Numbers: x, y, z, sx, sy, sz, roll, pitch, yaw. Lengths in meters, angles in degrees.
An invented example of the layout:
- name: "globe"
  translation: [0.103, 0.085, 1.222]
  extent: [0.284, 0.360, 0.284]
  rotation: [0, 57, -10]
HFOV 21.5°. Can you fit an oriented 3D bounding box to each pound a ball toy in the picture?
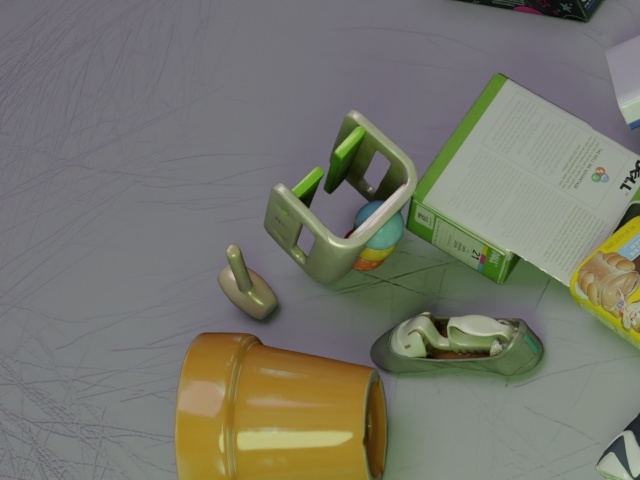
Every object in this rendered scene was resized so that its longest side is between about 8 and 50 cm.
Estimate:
- name: "pound a ball toy"
  translation: [0.000, 0.000, 1.887]
  extent: [0.136, 0.319, 0.208]
  rotation: [44, 80, 4]

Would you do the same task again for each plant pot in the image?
- name: "plant pot"
  translation: [-0.033, 0.197, 1.762]
  extent: [0.188, 0.205, 0.205]
  rotation: [-1, 50, 13]

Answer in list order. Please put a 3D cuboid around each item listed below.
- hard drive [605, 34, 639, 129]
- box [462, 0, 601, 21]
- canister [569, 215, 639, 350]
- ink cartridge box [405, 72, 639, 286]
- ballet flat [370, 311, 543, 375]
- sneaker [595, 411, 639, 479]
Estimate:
- name: "hard drive"
  translation: [0.476, -0.232, 1.863]
  extent: [0.319, 0.040, 0.210]
  rotation: [-23, 19, 14]
- name: "box"
  translation: [0.258, -0.397, 2.142]
  extent: [0.247, 0.142, 0.163]
  rotation: [18, 64, 43]
- name: "canister"
  translation: [0.349, 0.059, 1.697]
  extent: [0.126, 0.073, 0.170]
  rotation: [-40, 44, -10]
- name: "ink cartridge box"
  translation: [0.250, -0.036, 1.860]
  extent: [0.255, 0.097, 0.188]
  rotation: [32, 69, 11]
- name: "ballet flat"
  translation: [0.137, 0.103, 1.813]
  extent: [0.213, 0.068, 0.072]
  rotation: [1, 52, 35]
- name: "sneaker"
  translation: [0.380, 0.191, 1.543]
  extent: [0.235, 0.094, 0.153]
  rotation: [16, 70, 54]
